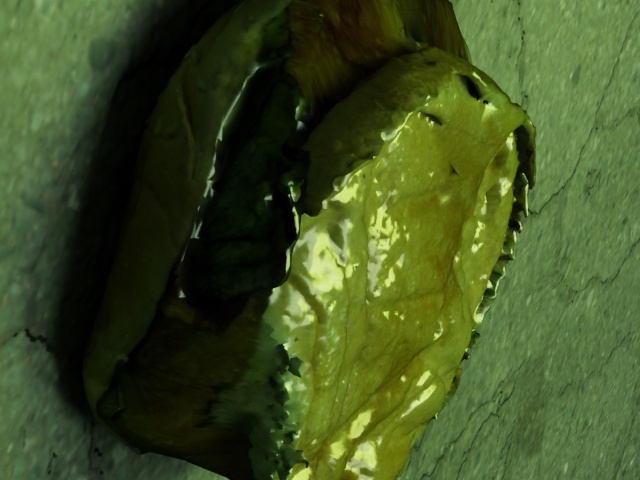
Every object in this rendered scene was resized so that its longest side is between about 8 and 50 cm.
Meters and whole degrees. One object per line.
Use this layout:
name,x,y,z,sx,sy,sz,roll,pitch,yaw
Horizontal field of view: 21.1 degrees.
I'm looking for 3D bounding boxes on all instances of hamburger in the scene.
hamburger,-0.001,0.001,0.866,0.265,0.134,0.285,-1,115,-66
